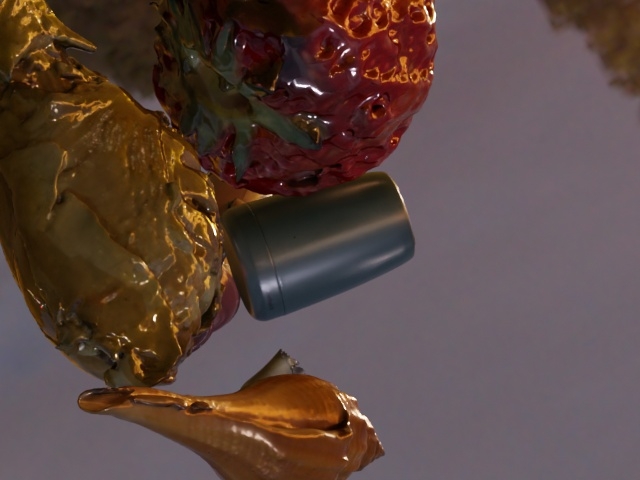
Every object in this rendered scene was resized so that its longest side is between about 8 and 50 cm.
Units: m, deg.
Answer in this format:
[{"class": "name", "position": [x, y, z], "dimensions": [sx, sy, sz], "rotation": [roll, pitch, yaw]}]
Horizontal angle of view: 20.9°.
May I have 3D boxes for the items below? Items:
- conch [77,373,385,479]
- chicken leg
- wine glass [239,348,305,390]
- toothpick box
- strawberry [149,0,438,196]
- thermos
[{"class": "conch", "position": [-0.054, 0.147, 1.260], "dimensions": [0.330, 0.109, 0.093], "rotation": [7, 119, -49]}, {"class": "chicken leg", "position": [-0.206, -0.086, 1.290], "dimensions": [0.201, 0.429, 0.153], "rotation": [-32, -176, -39]}, {"class": "wine glass", "position": [-0.052, 0.131, 1.489], "dimensions": [0.083, 0.042, 0.039], "rotation": [-47, -151, -5]}, {"class": "toothpick box", "position": [0.000, 0.000, 1.749], "dimensions": [0.184, 0.120, 0.120], "rotation": [-19, -169, -8]}, {"class": "strawberry", "position": [-0.001, -0.192, 1.663], "dimensions": [0.310, 0.291, 0.292], "rotation": [-18, -174, -28]}, {"class": "thermos", "position": [-0.125, 0.023, 2.093], "dimensions": [0.136, 0.109, 0.330], "rotation": [-25, -159, 22]}]
